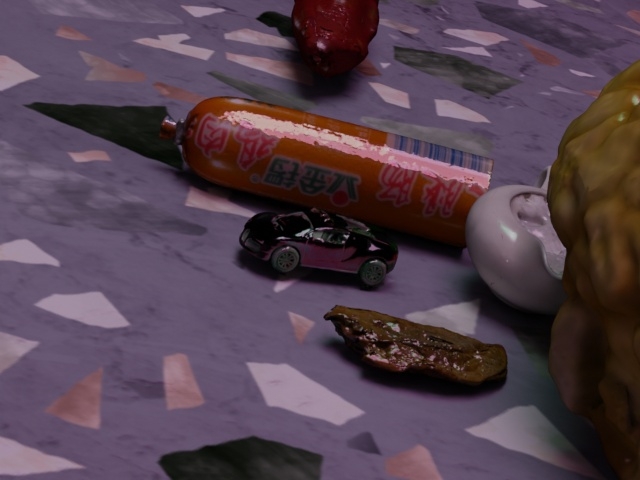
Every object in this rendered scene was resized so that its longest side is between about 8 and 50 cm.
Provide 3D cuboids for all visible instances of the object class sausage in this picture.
[{"bbox_3d":[0.001,-0.072,1.665,0.312,0.093,0.093,14,23,-2],"label":"sausage"}]

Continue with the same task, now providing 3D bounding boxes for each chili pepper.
[{"bbox_3d":[0.014,-0.270,2.105,0.110,0.110,0.387,14,26,-3],"label":"chili pepper"}]

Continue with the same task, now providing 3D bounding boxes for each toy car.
[{"bbox_3d":[0.000,0.000,1.546,0.142,0.055,0.069,8,21,-21],"label":"toy car"}]

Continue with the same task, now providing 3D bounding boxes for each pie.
[{"bbox_3d":[0.084,0.089,1.425,0.170,0.034,0.092,14,20,-19],"label":"pie"}]

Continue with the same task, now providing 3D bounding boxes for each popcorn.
[{"bbox_3d":[0.351,0.021,1.330,0.344,0.354,0.390,7,68,-18],"label":"popcorn"}]

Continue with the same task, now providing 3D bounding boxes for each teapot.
[{"bbox_3d":[0.197,0.005,1.592,0.145,0.092,0.226,23,30,-10],"label":"teapot"}]
